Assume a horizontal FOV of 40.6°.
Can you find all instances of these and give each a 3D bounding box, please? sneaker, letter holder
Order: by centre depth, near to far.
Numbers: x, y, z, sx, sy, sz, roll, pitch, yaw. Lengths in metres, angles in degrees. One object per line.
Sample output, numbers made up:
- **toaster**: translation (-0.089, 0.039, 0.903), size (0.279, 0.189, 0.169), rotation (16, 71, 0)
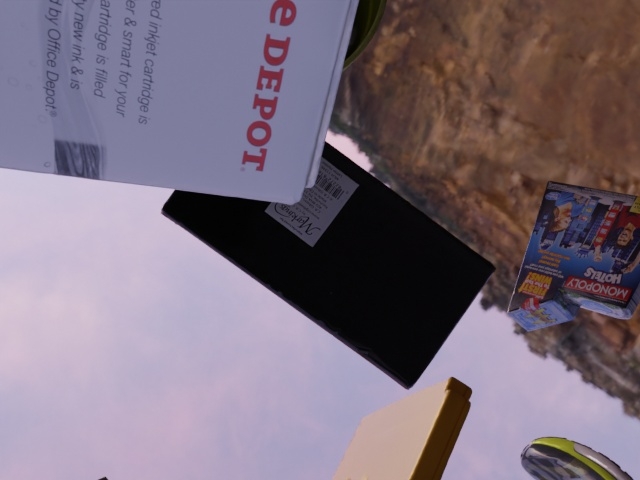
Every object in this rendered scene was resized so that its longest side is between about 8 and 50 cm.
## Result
- **sneaker**: translation (0.310, 0.327, 0.907), size (0.121, 0.111, 0.300), rotation (-37, -133, -10)
- **letter holder**: translation (0.000, 0.000, 0.940), size (0.302, 0.152, 0.214), rotation (36, 176, -5)

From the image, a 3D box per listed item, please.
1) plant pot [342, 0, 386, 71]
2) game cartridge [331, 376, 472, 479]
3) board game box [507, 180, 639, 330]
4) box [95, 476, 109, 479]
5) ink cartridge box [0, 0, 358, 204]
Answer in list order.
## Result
- **plant pot**: translation (-0.099, -0.351, 1.402), size (0.366, 0.353, 0.366), rotation (1, -100, -5)
- **game cartridge**: translation (0.083, 0.350, 1.225), size (0.053, 0.324, 0.285), rotation (34, -120, -7)
- **board game box**: translation (0.328, 0.033, 1.075), size (0.060, 0.194, 0.194), rotation (38, 168, -37)
- **box**: translation (-0.375, 0.452, 1.187), size (0.183, 0.231, 0.056), rotation (-14, -141, -42)
- **ink cartridge box**: translation (-0.099, -0.112, 0.331), size (0.219, 0.160, 0.092), rotation (7, -144, -13)
